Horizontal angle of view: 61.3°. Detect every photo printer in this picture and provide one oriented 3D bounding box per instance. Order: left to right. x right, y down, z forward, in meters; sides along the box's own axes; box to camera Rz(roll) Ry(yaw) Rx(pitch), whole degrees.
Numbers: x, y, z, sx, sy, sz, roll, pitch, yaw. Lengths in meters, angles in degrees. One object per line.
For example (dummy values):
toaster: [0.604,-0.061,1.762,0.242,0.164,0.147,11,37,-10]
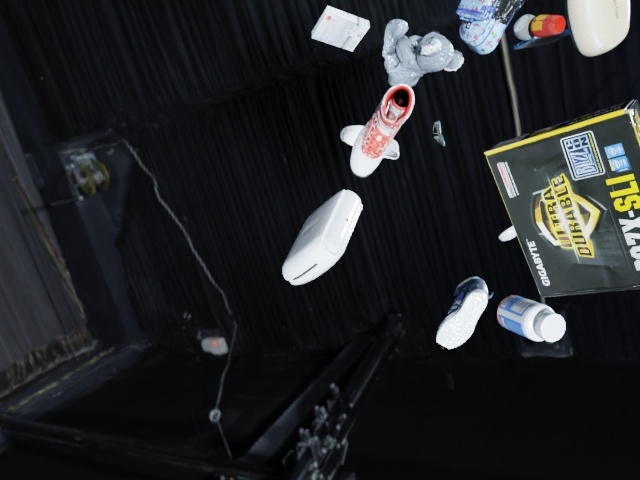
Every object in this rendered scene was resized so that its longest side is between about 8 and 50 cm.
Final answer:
photo printer: [0.000,0.000,1.785,0.256,0.107,0.307,-37,-159,45]

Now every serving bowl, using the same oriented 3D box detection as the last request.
serving bowl: [0.668,-0.022,1.897,0.083,0.027,0.083,-27,160,-10]

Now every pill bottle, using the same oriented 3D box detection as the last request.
pill bottle: [0.697,0.262,1.787,0.124,0.124,0.221,-20,-168,-12]

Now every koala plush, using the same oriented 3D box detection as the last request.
koala plush: [0.331,-0.590,1.727,0.221,0.203,0.196,11,-179,42]

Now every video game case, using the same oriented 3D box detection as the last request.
video game case: [0.712,-0.647,1.740,0.119,0.015,0.166,-8,-172,-1]

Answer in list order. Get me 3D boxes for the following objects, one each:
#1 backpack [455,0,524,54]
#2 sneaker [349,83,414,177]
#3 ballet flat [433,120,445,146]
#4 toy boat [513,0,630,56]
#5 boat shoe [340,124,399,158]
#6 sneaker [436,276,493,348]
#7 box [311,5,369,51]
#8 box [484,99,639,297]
backpack: [0.448,-0.615,1.495,0.116,0.173,0.158,9,-152,-27]
sneaker: [0.156,-0.288,1.414,0.270,0.090,0.145,-59,-179,9]
ballet flat: [0.499,-0.450,2.290,0.041,0.114,0.041,-11,175,-1]
toy boat: [0.684,-0.618,1.459,0.318,0.268,0.148,-25,-156,-15]
boat shoe: [0.221,-0.421,2.341,0.277,0.098,0.096,13,-145,-16]
sneaker: [0.625,0.306,2.383,0.130,0.323,0.236,30,-158,2]
box: [0.078,-0.832,2.131,0.186,0.038,0.145,8,153,-25]
box: [0.482,-0.060,0.987,0.257,0.322,0.079,-13,-164,44]
